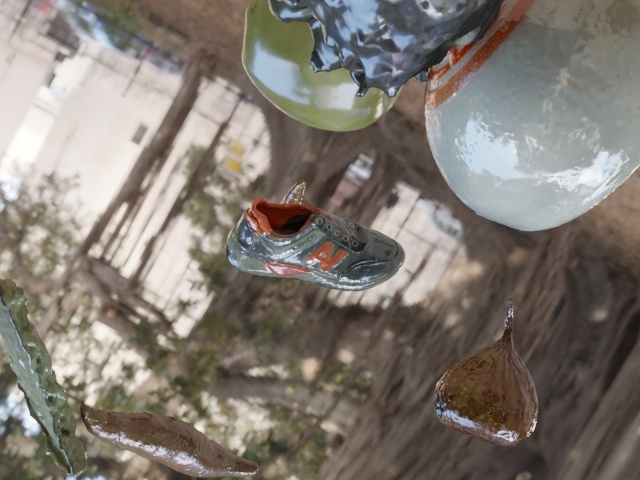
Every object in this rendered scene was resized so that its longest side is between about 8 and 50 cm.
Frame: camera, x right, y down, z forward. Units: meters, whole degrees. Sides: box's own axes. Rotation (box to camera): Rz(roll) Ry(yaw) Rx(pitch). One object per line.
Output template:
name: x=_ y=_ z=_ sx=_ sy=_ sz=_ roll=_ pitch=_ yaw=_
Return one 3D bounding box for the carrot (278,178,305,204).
carrot: x=-0.055 y=-0.046 z=1.814 sx=0.048 sy=0.048 sz=0.216 roll=29 pitch=148 yaw=-4

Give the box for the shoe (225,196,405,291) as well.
shoe: x=0.002 y=0.000 z=1.189 sx=0.195 sy=0.077 sz=0.074 roll=7 pitch=-133 yaw=-14

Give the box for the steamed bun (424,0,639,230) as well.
steamed bun: x=0.200 y=-0.157 z=1.037 sx=0.177 sy=0.283 sz=0.283 roll=35 pitch=-176 yaw=-13

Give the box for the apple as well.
apple: x=0.014 y=-0.281 z=1.633 sx=0.262 sy=0.262 sz=0.262 roll=29 pitch=-175 yaw=-3

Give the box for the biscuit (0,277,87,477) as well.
biscuit: x=-0.376 y=0.172 z=1.484 sx=0.187 sy=0.036 sz=0.273 roll=1 pitch=112 yaw=63

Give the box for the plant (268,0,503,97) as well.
plant: x=0.051 y=-0.219 z=0.848 sx=0.199 sy=0.188 sz=0.276 roll=47 pitch=153 yaw=-3

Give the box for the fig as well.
fig: x=0.235 y=0.177 z=1.556 sx=0.146 sy=0.201 sz=0.134 roll=5 pitch=172 yaw=36

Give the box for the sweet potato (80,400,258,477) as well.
sweet potato: x=-0.212 y=0.271 z=1.559 sx=0.314 sy=0.066 sz=0.072 roll=34 pitch=-146 yaw=-40
